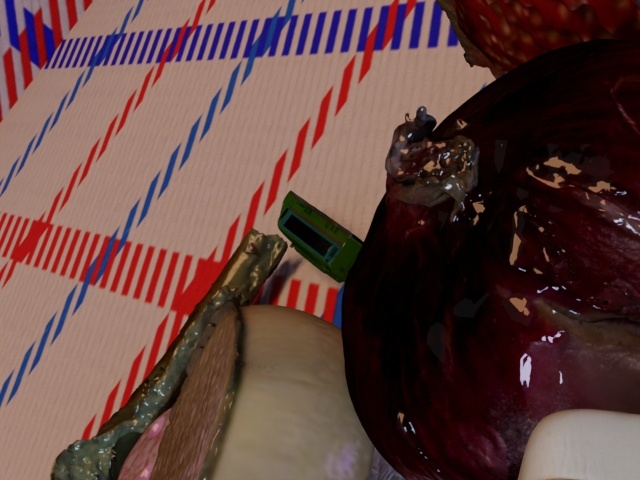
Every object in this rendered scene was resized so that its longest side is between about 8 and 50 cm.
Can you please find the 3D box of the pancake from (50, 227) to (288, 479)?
[{"bbox_3d":[-0.125,0.102,1.613,0.197,0.054,0.376,-57,-2,36],"label":"pancake"}]

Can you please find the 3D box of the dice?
[{"bbox_3d":[-0.097,0.188,1.477,0.091,0.093,0.094,-57,20,-17],"label":"dice"}]

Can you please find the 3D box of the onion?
[{"bbox_3d":[0.123,0.014,1.122,0.314,0.232,0.314,-50,20,25],"label":"onion"}]

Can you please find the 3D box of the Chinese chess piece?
[{"bbox_3d":[-0.054,0.175,1.272,0.270,0.112,0.270,-160,90,-82],"label":"Chinese chess piece"}]

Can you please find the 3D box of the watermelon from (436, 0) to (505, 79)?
[{"bbox_3d":[0.191,-0.292,1.508,0.151,0.302,0.264,28,71,42],"label":"watermelon"}]

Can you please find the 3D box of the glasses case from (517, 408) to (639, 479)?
[{"bbox_3d":[0.213,0.140,0.625,0.131,0.313,0.070,95,-174,-46],"label":"glasses case"}]

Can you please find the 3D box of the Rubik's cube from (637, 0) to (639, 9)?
[{"bbox_3d":[0.306,-0.178,0.968,0.319,0.264,0.319,-22,0,0],"label":"Rubik's cube"}]

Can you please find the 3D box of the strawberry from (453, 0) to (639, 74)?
[{"bbox_3d":[0.244,-0.204,1.278,0.292,0.292,0.343,-75,8,-47],"label":"strawberry"}]

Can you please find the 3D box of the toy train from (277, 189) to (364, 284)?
[{"bbox_3d":[0.000,0.000,1.661,0.042,0.044,0.209,-52,20,-1],"label":"toy train"}]
